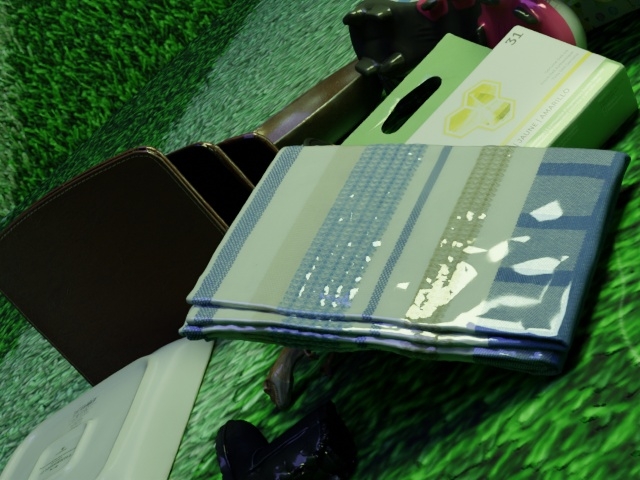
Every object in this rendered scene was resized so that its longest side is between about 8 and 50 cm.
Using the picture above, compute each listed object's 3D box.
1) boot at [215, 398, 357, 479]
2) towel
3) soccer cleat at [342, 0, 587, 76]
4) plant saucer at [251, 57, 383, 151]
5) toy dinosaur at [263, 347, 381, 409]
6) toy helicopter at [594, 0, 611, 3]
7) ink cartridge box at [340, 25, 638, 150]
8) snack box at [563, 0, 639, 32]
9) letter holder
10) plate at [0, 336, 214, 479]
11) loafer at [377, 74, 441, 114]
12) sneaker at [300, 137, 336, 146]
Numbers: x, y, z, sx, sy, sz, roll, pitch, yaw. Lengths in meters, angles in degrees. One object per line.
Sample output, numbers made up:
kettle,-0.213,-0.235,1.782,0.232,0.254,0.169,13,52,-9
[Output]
boot,-0.026,0.150,0.874,0.099,0.045,0.121,-40,26,15
towel,0.059,0.004,0.859,0.285,0.034,0.209,2,44,26
soccer cleat,0.159,-0.217,1.186,0.143,0.116,0.331,-26,24,-27
plant saucer,-0.040,-0.116,1.420,0.310,0.050,0.310,-35,10,7
toy dinosaur,0.024,0.042,0.983,0.211,0.064,0.112,-47,18,-15
toy helicopter,0.284,-0.297,0.973,0.355,0.140,0.235,34,104,43
ink cartridge box,0.118,-0.103,1.004,0.171,0.056,0.235,-46,43,-9
snack box,0.287,-0.259,1.156,0.100,0.037,0.141,-23,26,47
letter holder,-0.182,-0.007,1.264,0.302,0.214,0.152,-28,23,37
plate,-0.235,0.217,1.147,0.277,0.045,0.278,-34,20,25
loafer,0.114,-0.214,1.368,0.062,0.061,0.170,-28,23,39
sneaker,0.000,0.000,1.073,0.262,0.099,0.121,-64,-9,-70
